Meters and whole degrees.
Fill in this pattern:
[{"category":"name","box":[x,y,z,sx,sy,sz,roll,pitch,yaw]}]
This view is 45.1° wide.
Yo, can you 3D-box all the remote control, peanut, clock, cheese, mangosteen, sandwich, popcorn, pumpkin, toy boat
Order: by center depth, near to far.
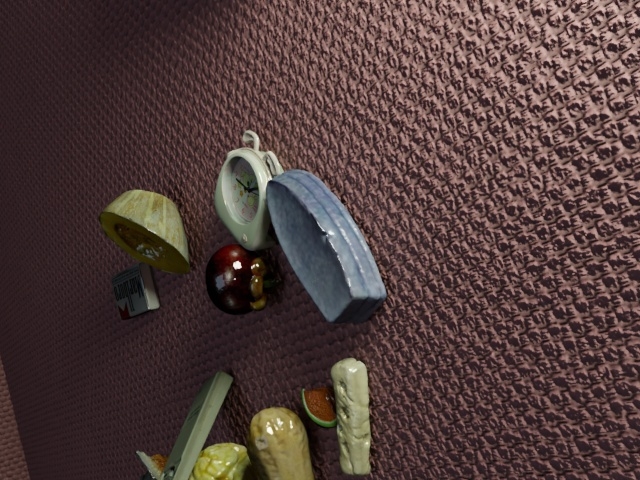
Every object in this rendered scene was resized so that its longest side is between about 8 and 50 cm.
[{"category":"toy boat","box":[0.000,0.000,1.213,0.283,0.078,0.127,59,141,23]},{"category":"cheese","box":[0.052,0.287,1.247,0.065,0.043,0.194,2,99,47]},{"category":"sandwich","box":[0.008,0.285,1.318,0.101,0.026,0.069,-15,82,50]},{"category":"clock","box":[-0.117,-0.090,1.352,0.151,0.062,0.191,49,133,34]},{"category":"peanut","box":[-0.067,0.411,1.383,0.120,0.110,0.236,-4,103,31]},{"category":"mangosteen","box":[-0.137,0.072,1.384,0.140,0.140,0.140,17,112,49]},{"category":"popcorn","box":[-0.181,0.491,1.509,0.187,0.167,0.185,29,100,6]},{"category":"remote control","box":[-0.253,0.394,1.513,0.038,0.285,0.123,32,135,-13]},{"category":"pumpkin","box":[-0.357,-0.029,1.626,0.217,0.217,0.110,-10,52,53]}]

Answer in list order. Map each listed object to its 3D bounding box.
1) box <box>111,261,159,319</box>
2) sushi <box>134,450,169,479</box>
[{"category":"box","box":[-0.446,0.123,1.851,0.177,0.036,0.115,-20,83,52]},{"category":"sushi","box":[-0.318,0.582,1.717,0.184,0.139,0.274,13,112,51]}]
